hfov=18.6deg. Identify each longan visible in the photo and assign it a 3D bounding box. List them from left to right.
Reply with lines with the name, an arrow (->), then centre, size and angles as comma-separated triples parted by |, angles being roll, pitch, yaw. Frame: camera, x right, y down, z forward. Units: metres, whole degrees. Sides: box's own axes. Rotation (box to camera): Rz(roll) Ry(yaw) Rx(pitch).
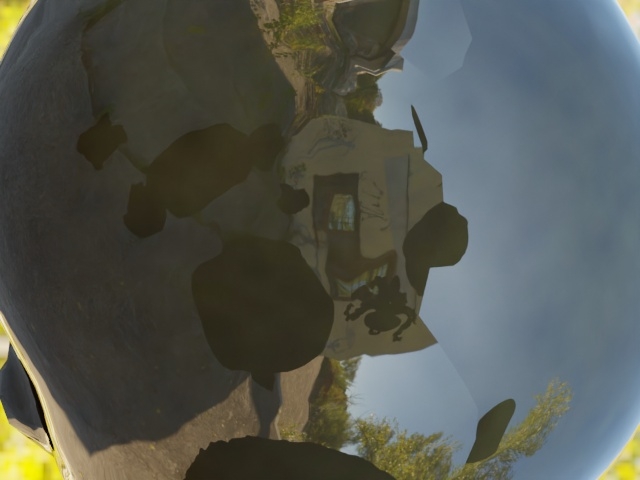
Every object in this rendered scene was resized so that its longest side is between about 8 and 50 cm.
longan -> 0.004, 0.002, 0.745 | 0.297, 0.297, 0.297 | -178, -90, -83
